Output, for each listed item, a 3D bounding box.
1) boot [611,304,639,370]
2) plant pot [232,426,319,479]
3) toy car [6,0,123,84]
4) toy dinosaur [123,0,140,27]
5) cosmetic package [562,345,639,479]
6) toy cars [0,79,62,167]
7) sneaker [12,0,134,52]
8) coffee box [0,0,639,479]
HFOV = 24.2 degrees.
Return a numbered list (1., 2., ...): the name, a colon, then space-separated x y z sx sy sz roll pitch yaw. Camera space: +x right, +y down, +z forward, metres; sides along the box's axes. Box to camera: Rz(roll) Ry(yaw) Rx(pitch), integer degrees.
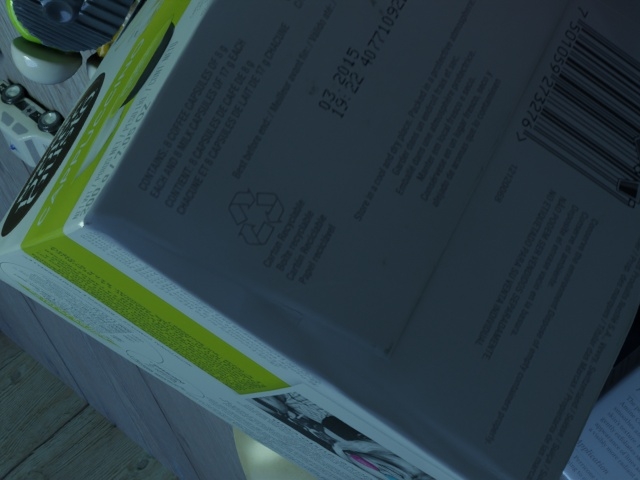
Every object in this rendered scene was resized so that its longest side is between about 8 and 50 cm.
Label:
1. boot: 0.221 0.030 1.214 0.207 0.094 0.246 41 165 9
2. plant pot: 0.069 0.201 1.654 0.191 0.284 0.284 -32 101 33
3. toy car: -0.240 -0.247 1.585 0.136 0.182 0.159 -106 30 -61
4. toy dinosaur: -0.138 -0.161 1.531 0.127 0.200 0.295 8 164 15
5. cosmetic package: 0.278 0.108 1.050 0.117 0.231 0.085 48 -165 3
6. toy cars: -0.508 -0.237 2.239 0.393 0.087 0.176 51 160 -6
7. sneaker: -0.118 -0.282 1.056 0.112 0.131 0.319 32 126 -20
8. coffee box: 0.012 -0.045 1.040 0.338 0.337 0.334 34 164 -17
